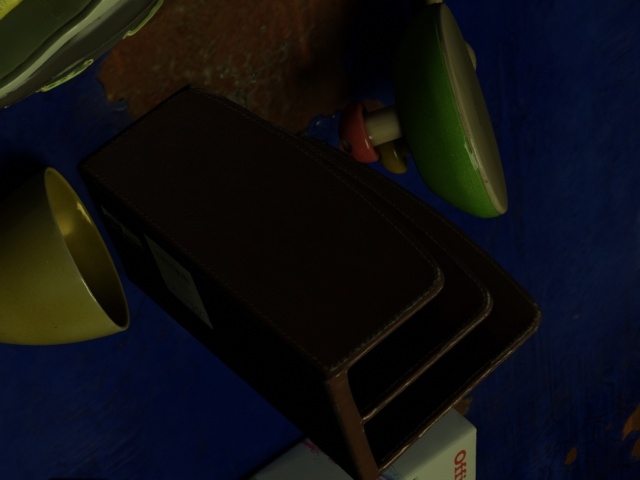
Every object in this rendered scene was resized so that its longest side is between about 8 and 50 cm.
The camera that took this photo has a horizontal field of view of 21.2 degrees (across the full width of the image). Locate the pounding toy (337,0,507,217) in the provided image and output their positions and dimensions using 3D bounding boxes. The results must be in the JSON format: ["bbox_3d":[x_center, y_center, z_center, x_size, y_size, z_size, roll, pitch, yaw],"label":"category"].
[{"bbox_3d":[0.075,-0.115,1.434,0.110,0.237,0.183,-17,138,12],"label":"pounding toy"}]

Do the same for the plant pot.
[{"bbox_3d":[-0.215,0.026,1.277,0.095,0.134,0.134,-26,144,4],"label":"plant pot"}]

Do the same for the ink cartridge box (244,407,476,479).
[{"bbox_3d":[0.028,0.295,1.789,0.278,0.117,0.201,-32,141,-26],"label":"ink cartridge box"}]

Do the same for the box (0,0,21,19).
[{"bbox_3d":[-0.259,-0.165,1.101,0.179,0.043,0.105,-44,135,-13],"label":"box"}]

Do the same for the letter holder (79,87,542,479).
[{"bbox_3d":[0.000,0.000,1.327,0.214,0.302,0.152,-39,143,-17],"label":"letter holder"}]

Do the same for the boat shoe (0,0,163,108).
[{"bbox_3d":[-0.198,-0.134,1.174,0.228,0.081,0.068,-36,154,-8],"label":"boat shoe"}]
